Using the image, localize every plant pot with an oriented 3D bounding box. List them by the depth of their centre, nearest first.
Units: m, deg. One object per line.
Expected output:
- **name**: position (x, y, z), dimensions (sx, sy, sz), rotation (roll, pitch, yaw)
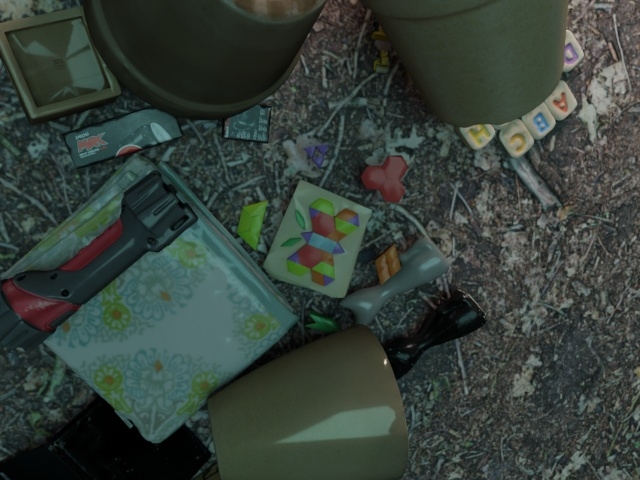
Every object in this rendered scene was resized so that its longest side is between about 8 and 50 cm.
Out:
- **plant pot**: position (-0.125, -0.335, 0.719), dimensions (0.323, 0.280, 0.323), rotation (-2, 95, -27)
- **plant pot**: position (0.219, -0.341, 0.796), dimensions (0.334, 0.334, 0.305), rotation (-41, 138, -3)
- **plant pot**: position (-0.036, 0.288, 0.899), dimensions (0.274, 0.256, 0.256), rotation (-10, 103, -16)

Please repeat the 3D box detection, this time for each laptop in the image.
- **laptop**: position (-0.378, 0.390, 0.979), dimensions (0.264, 0.137, 0.234), rotation (-45, 111, -29)

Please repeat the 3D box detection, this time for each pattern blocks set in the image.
- **pattern blocks set**: position (0.000, 0.000, 0.951), dimensions (0.286, 0.026, 0.324), rotation (8, 101, 0)

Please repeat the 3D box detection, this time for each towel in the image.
- **towel**: position (-0.267, 0.094, 0.892), dimensions (0.320, 0.090, 0.374), rotation (-40, 102, 2)

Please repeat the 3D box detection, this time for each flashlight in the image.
- **flashlight**: position (-0.325, 0.023, 0.782), dimensions (0.304, 0.103, 0.103), rotation (-42, 128, -2)

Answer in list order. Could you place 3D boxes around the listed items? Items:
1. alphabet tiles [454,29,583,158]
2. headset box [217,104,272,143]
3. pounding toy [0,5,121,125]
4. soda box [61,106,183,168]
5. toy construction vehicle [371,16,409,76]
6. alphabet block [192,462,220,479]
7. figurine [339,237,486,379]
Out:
- **alphabet tiles**: position (0.346, -0.303, 1.019), dimensions (0.284, 0.021, 0.278), rotation (-41, 108, -4)
- **headset box**: position (-0.125, -0.194, 0.914), dimensions (0.083, 0.032, 0.062), rotation (4, 100, -14)
- **pounding toy**: position (-0.353, -0.287, 0.812), dimensions (0.206, 0.094, 0.181), rotation (-25, 104, -25)
- **soda box**: position (-0.303, -0.163, 0.865), dimensions (0.169, 0.053, 0.060), rotation (-20, 105, -9)
- **toy construction vehicle**: position (0.129, -0.333, 0.950), dimensions (0.086, 0.035, 0.098), rotation (5, 100, -15)
- **alphabet block**: position (-0.126, 0.505, 0.975), dimensions (0.197, 0.192, 0.193), rotation (-33, 105, -7)
- **figurine**: position (0.164, 0.128, 1.029), dimensions (0.209, 0.092, 0.215), rotation (-37, 107, 0)
